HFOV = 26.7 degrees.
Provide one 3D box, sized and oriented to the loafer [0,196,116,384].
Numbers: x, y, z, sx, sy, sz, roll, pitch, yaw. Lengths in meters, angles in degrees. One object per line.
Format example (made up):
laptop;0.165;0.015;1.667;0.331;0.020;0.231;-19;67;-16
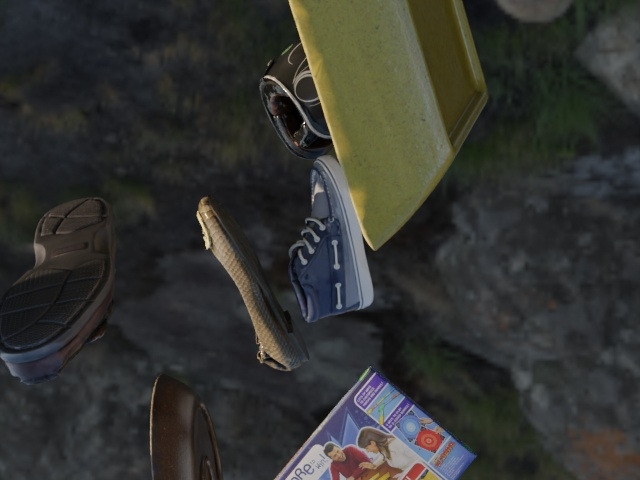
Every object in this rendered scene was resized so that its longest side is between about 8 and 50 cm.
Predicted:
loafer;-0.241;0.060;1.325;0.109;0.302;0.095;-11;117;6

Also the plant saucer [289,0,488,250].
plant saucer;0.063;-0.199;1.158;0.081;0.332;0.333;-13;-165;19

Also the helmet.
helmet;0.021;-0.195;1.779;0.161;0.169;0.169;-32;164;-19

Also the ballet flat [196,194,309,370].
ballet flat;-0.089;0.057;1.590;0.058;0.084;0.250;-25;119;7

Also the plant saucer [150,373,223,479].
plant saucer;-0.161;0.322;1.722;0.050;0.310;0.310;-7;155;3

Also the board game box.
board game box;0.036;0.241;1.320;0.136;0.201;0.035;41;180;2

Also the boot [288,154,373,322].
boot;0.000;0.000;1.580;0.086;0.190;0.069;-18;-171;-19
